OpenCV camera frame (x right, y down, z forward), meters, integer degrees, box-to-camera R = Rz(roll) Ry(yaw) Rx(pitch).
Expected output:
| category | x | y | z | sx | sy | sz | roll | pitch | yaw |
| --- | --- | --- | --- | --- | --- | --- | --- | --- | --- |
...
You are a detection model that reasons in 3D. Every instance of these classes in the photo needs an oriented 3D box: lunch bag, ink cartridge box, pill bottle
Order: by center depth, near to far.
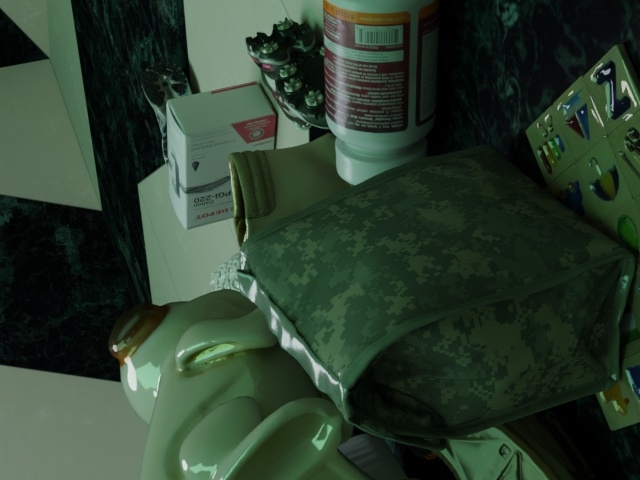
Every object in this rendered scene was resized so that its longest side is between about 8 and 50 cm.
| category | x | y | z | sx | sy | sz | roll | pitch | yaw |
| --- | --- | --- | --- | --- | --- | --- | --- | --- | --- |
| lunch bag | 0.090 | 0.053 | 0.959 | 0.235 | 0.287 | 0.169 | -131 | 33 | -51 |
| pill bottle | 0.064 | -0.173 | 1.149 | 0.121 | 0.121 | 0.221 | -129 | 31 | -50 |
| ink cartridge box | -0.163 | -0.135 | 1.754 | 0.218 | 0.158 | 0.092 | 98 | 150 | -49 |

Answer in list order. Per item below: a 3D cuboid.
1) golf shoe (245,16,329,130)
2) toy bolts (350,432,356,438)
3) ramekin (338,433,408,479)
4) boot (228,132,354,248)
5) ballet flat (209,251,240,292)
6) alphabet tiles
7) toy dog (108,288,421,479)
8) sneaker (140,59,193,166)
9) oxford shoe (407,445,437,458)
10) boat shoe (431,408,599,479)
| category | x | y | z | sx | sy | sz | roll | pitch | yaw |
| --- | --- | --- | --- | --- | --- | --- | --- | --- | --- |
| golf shoe | -0.008 | -0.196 | 1.405 | 0.273 | 0.105 | 0.120 | -123 | 10 | -55 |
| toy bolts | -0.024 | 0.200 | 1.682 | 0.228 | 0.158 | 0.218 | 25 | 172 | 34 |
| ramekin | 0.073 | 0.383 | 1.440 | 0.273 | 0.127 | 0.273 | 61 | 173 | 12 |
| boot | 0.000 | 0.000 | 1.325 | 0.095 | 0.203 | 0.262 | -179 | 76 | -71 |
| ballet flat | -0.107 | 0.218 | 1.841 | 0.147 | 0.147 | 0.409 | 135 | 127 | -68 |
| alphabet tiles | 0.270 | 0.027 | 0.890 | 0.285 | 0.011 | 0.343 | 128 | 125 | -66 |
| toy dog | -0.109 | 0.228 | 1.324 | 0.284 | 0.395 | 0.408 | 35 | -166 | -37 |
| sneaker | -0.257 | -0.210 | 2.095 | 0.122 | 0.110 | 0.283 | 75 | 175 | -69 |
| oxford shoe | 0.144 | 0.214 | 1.269 | 0.271 | 0.097 | 0.098 | -136 | 31 | -74 |
| boat shoe | 0.166 | 0.162 | 1.105 | 0.342 | 0.123 | 0.123 | 49 | 125 | 34 |
